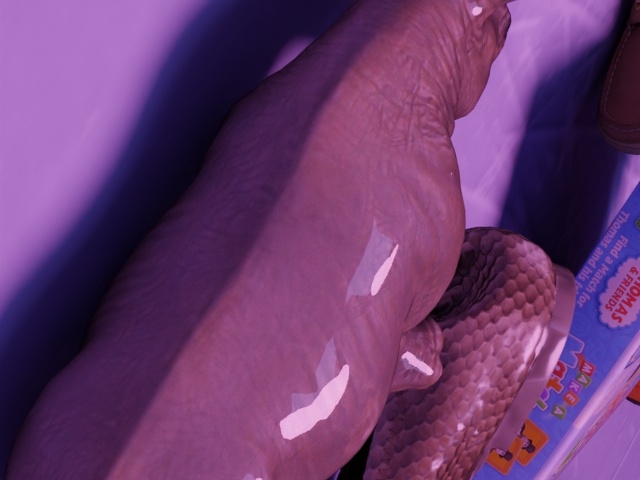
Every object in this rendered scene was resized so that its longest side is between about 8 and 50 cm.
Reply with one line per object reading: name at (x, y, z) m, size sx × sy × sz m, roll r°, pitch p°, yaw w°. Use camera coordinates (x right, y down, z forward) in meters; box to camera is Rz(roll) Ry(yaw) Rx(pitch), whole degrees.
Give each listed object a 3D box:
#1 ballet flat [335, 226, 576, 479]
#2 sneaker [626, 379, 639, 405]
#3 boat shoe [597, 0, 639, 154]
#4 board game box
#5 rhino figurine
ballet flat at (0.006, 0.107, 0.660) m, size 0.249 × 0.058 × 0.084 m, roll -64°, pitch -165°, yaw 9°
sneaker at (0.230, 0.011, 1.048) m, size 0.221 × 0.083 × 0.087 m, roll -43°, pitch 142°, yaw -51°
boat shoe at (0.145, -0.099, 0.777) m, size 0.135 × 0.050 × 0.045 m, roll -60°, pitch 142°, yaw -9°
board game box at (0.132, 0.018, 0.806) m, size 0.160 × 0.039 × 0.211 m, roll -37°, pitch 161°, yaw -51°
rhino figurine at (0.000, 0.000, 0.496) m, size 0.243 × 0.073 × 0.106 m, roll -60°, pitch 161°, yaw -18°
